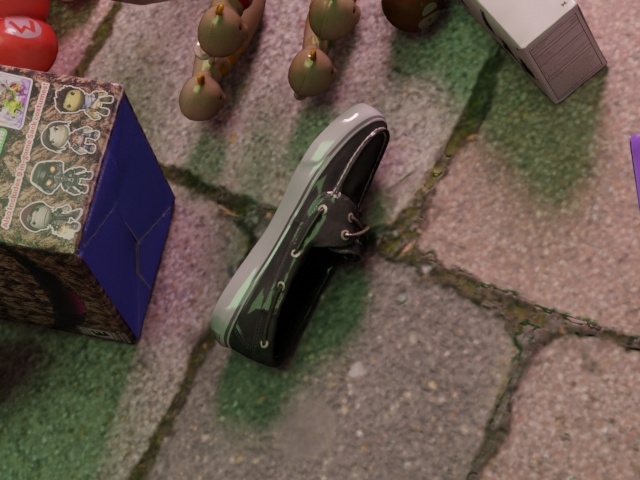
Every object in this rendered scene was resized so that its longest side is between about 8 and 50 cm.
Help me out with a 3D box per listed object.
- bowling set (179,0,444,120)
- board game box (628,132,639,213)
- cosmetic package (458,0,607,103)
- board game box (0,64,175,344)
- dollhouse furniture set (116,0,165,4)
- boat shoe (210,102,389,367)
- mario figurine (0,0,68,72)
[{"bbox_3d":[-0.003,-0.194,1.220,0.199,0.287,0.154,18,64,1],"label":"bowling set"},{"bbox_3d":[0.274,0.128,0.914,0.078,0.233,0.347,-13,63,19],"label":"board game box"},{"bbox_3d":[0.132,-0.224,1.221,0.060,0.099,0.239,-38,57,4],"label":"cosmetic package"},{"bbox_3d":[-0.290,-0.038,1.205,0.291,0.232,0.141,10,71,9],"label":"board game box"},{"bbox_3d":[-0.247,-0.305,1.367,0.303,0.286,0.198,0,85,41],"label":"dollhouse furniture set"},{"bbox_3d":[0.000,0.000,1.193,0.076,0.080,0.228,32,84,26],"label":"boat shoe"},{"bbox_3d":[-0.344,-0.274,1.422,0.198,0.170,0.320,-40,56,1],"label":"mario figurine"}]
